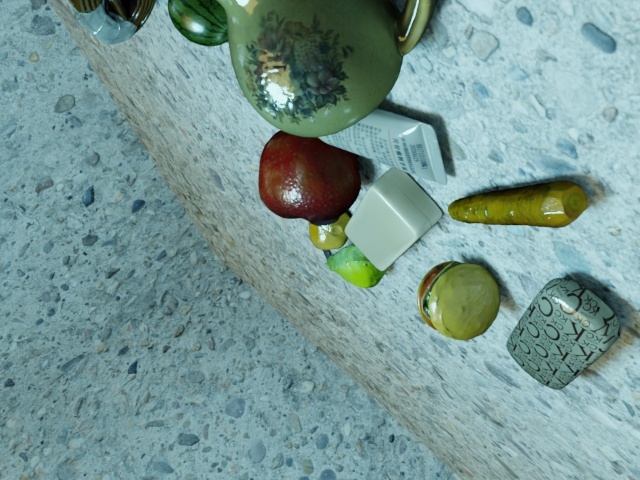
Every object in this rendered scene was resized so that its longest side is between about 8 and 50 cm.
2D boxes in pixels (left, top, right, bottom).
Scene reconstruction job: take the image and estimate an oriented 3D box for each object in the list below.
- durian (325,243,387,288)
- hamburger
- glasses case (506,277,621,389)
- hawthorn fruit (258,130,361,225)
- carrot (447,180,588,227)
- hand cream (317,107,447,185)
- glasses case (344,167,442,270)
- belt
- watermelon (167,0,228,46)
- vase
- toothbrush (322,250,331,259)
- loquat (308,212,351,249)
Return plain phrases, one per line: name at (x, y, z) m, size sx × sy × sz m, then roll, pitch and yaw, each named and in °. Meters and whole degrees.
durian at (0.098, 0.060, 1.656) m, size 0.139 × 0.101 × 0.250 m, roll 33°, pitch 166°, yaw -5°
hamburger at (0.271, 0.117, 1.251) m, size 0.162 × 0.162 × 0.115 m, roll 54°, pitch 171°, yaw -17°
glasses case at (0.412, 0.171, 1.113) m, size 0.137 × 0.085 × 0.354 m, roll 44°, pitch 164°, yaw 21°
hawthorn fruit at (-0.035, -0.163, 1.338) m, size 0.230 × 0.210 × 0.265 m, roll 30°, pitch 142°, yaw 63°
carrot at (0.282, -0.048, 0.978) m, size 0.066 × 0.066 × 0.314 m, roll 52°, pitch 164°, yaw -12°
hand cream at (0.087, -0.193, 1.134) m, size 0.314 × 0.089 × 0.139 m, roll 32°, pitch 159°, yaw 37°
glasses case at (0.145, -0.036, 1.365) m, size 0.144 × 0.076 × 0.336 m, roll 48°, pitch 165°, yaw 5°
belt at (-0.499, -0.606, 1.495) m, size 0.122 × 0.217 × 0.338 m, roll 48°, pitch 166°, yaw 7°
watermelon at (-0.240, -0.471, 1.267) m, size 0.187 × 0.141 × 0.140 m, roll 47°, pitch 165°, yaw 19°
vase at (0.000, -0.315, 0.848) m, size 0.330 × 0.240 × 0.302 m, roll -14°, pitch 130°, yaw 33°
toothbrush at (0.000, 0.000, 1.953) m, size 0.026 × 0.024 × 0.288 m, roll 34°, pitch 160°, yaw 44°
loquat at (0.024, -0.038, 1.645) m, size 0.137 × 0.113 × 0.137 m, roll 168°, pitch 90°, yaw -86°
